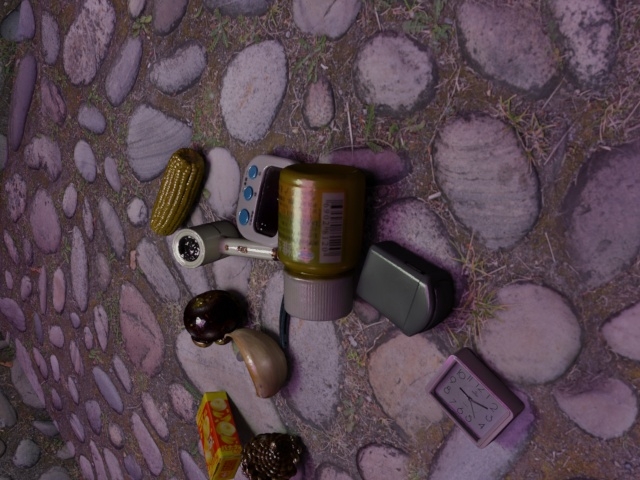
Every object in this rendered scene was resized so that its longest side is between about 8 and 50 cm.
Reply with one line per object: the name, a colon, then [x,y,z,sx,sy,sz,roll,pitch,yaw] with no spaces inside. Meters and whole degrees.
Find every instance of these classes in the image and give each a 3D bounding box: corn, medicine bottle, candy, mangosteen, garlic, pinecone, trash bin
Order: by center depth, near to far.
trash bin: [0.212,0.122,1.516,0.236,0.101,0.176,36,124,35]
medicine bottle: [0.000,0.000,1.598,0.224,0.224,0.384,15,110,41]
garlic: [-0.198,0.377,1.919,0.164,0.145,0.244,-33,85,38]
pinecone: [-0.169,0.704,1.962,0.212,0.186,0.168,141,133,-62]
mangosteen: [-0.351,0.273,2.033,0.192,0.192,0.217,15,131,40]
corn: [-0.495,-0.157,2.099,0.131,0.131,0.344,49,130,23]
candy: [-0.354,0.677,2.124,0.276,0.088,0.146,59,137,47]

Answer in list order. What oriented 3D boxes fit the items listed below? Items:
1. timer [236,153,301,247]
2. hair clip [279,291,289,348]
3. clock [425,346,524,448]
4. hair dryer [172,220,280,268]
timer: [-0.136,-0.114,1.772,0.237,0.087,0.261,18,99,39]
hair clip: [-0.096,0.213,1.872,0.083,0.048,0.275,34,126,31]
clock: [0.362,0.376,1.456,0.197,0.063,0.150,46,127,26]
hair dryer: [-0.255,0.021,1.894,0.362,0.203,0.128,6,102,25]
